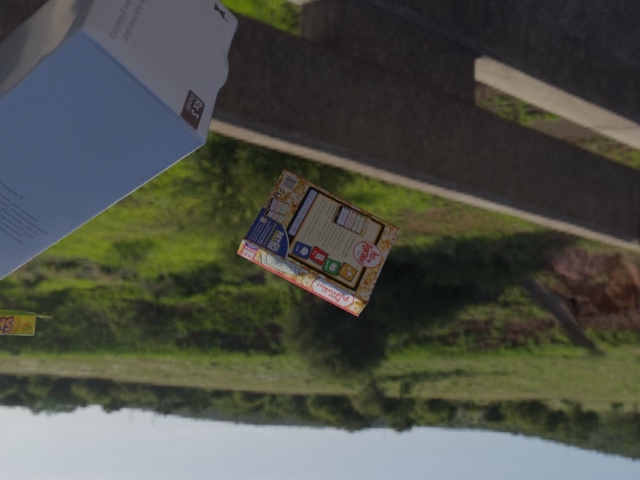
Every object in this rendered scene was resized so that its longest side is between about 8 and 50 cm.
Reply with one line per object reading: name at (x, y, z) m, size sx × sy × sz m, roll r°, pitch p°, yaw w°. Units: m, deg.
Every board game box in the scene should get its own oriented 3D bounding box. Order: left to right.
board game box at (-0.507, 0.106, 1.128) m, size 0.259 × 0.039 × 0.124 m, roll 3°, pitch 178°, yaw -34°
board game box at (0.000, 0.000, 1.205) m, size 0.193 × 0.147 × 0.045 m, roll 28°, pitch 144°, yaw -1°

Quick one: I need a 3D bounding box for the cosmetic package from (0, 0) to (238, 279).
cosmetic package at (-0.280, -0.123, 0.867) m, size 0.385 × 0.217 × 0.156 m, roll -31°, pitch 125°, yaw 29°
